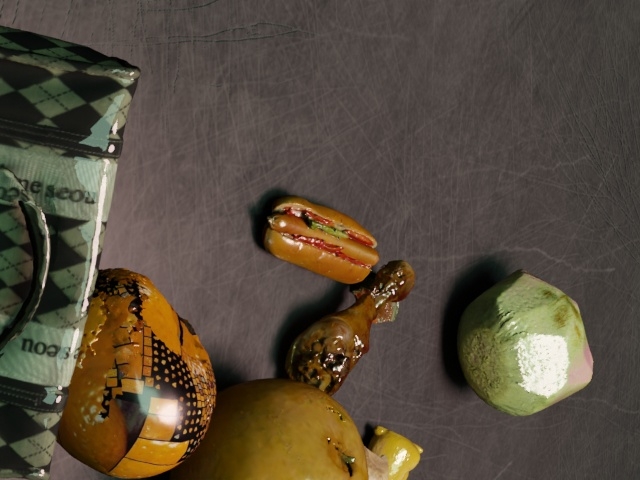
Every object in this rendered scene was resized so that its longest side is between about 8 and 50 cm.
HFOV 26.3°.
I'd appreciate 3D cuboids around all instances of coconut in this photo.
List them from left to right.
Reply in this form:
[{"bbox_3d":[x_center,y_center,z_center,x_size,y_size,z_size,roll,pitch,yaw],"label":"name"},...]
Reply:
[{"bbox_3d":[0.330,0.164,2.176,0.236,0.236,0.204,-28,155,-43],"label":"coconut"}]

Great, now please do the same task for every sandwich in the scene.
[{"bbox_3d":[0.085,0.085,1.991,0.069,0.026,0.101,-50,135,-31],"label":"sandwich"}]

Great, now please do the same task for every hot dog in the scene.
[{"bbox_3d":[0.000,0.000,1.836,0.236,0.062,0.092,18,89,-50],"label":"hot dog"}]

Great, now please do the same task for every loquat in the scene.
[{"bbox_3d":[-0.065,0.297,1.710,0.263,0.263,0.263,-17,113,-47],"label":"loquat"}]

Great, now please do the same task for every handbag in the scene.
[{"bbox_3d":[-0.365,-0.001,1.268,0.317,0.180,0.416,10,97,-26],"label":"handbag"}]

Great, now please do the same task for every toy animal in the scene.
[{"bbox_3d":[0.083,0.362,2.031,0.083,0.070,0.159,33,72,-32],"label":"toy animal"}]

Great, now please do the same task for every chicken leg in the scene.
[{"bbox_3d":[0.043,0.118,1.892,0.251,0.087,0.107,-46,168,-28],"label":"chicken leg"}]

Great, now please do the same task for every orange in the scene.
[{"bbox_3d":[-0.216,0.147,1.484,0.182,0.234,0.234,-27,128,-2],"label":"orange"}]

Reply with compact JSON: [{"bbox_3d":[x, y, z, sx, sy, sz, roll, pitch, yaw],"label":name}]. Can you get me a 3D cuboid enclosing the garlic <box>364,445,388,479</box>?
[{"bbox_3d":[0.030,0.355,1.935,0.174,0.099,0.124,31,43,-23],"label":"garlic"}]
